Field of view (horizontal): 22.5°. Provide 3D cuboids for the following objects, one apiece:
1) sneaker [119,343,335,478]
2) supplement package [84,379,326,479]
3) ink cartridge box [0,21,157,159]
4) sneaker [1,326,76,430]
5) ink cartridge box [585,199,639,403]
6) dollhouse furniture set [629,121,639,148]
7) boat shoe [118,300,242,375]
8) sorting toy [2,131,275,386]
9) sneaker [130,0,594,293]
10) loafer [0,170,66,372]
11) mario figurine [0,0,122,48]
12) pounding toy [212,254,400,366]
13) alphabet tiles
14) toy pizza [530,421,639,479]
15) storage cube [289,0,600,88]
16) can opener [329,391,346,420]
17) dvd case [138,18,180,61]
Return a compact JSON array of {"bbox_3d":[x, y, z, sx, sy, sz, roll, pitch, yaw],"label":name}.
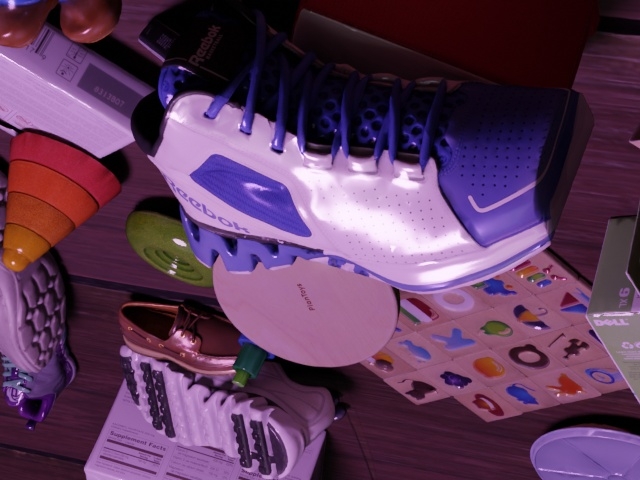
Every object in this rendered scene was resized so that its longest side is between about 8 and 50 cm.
[{"bbox_3d":[-0.111,0.177,1.844,0.292,0.118,0.110,21,130,36],"label":"sneaker"},{"bbox_3d":[-0.139,0.305,2.012,0.262,0.145,0.204,16,148,8],"label":"supplement package"},{"bbox_3d":[-0.269,-0.147,1.511,0.189,0.066,0.232,31,168,-17],"label":"ink cartridge box"},{"bbox_3d":[-0.351,0.142,1.930,0.083,0.098,0.223,9,147,18],"label":"sneaker"},{"bbox_3d":[0.287,0.050,1.413,0.062,0.109,0.209,-4,141,33],"label":"ink cartridge box"},{"bbox_3d":[0.276,-0.097,1.237,0.114,0.091,0.081,-6,125,41],"label":"dollhouse furniture set"},{"bbox_3d":[-0.147,0.105,1.789,0.178,0.064,0.060,10,149,21],"label":"boat shoe"},{"bbox_3d":[-0.182,0.038,1.631,0.365,0.126,0.127,35,159,-24],"label":"sorting toy"},{"bbox_3d":[-0.006,-0.066,1.021,0.316,0.127,0.182,-2,144,36],"label":"sneaker"},{"bbox_3d":[-0.364,0.026,1.762,0.111,0.112,0.319,13,140,22],"label":"loafer"},{"bbox_3d":[-0.296,-0.246,1.232,0.198,0.170,0.320,-31,138,11],"label":"mario figurine"},{"bbox_3d":[0.000,0.000,1.525,0.183,0.110,0.236,14,133,9],"label":"pounding toy"},{"bbox_3d":[0.156,0.093,1.650,0.285,0.011,0.342,37,145,-25],"label":"alphabet tiles"},{"bbox_3d":[0.331,0.250,1.768,0.201,0.032,0.201,15,149,9],"label":"toy pizza"},{"bbox_3d":[0.084,-0.149,1.148,0.215,0.193,0.183,22,148,0],"label":"storage cube"},{"bbox_3d":[-0.059,0.202,1.898,0.186,0.073,0.059,-5,147,15],"label":"can opener"},{"bbox_3d":[-0.053,-0.106,1.318,0.179,0.029,0.239,35,-178,-22],"label":"dvd case"}]
